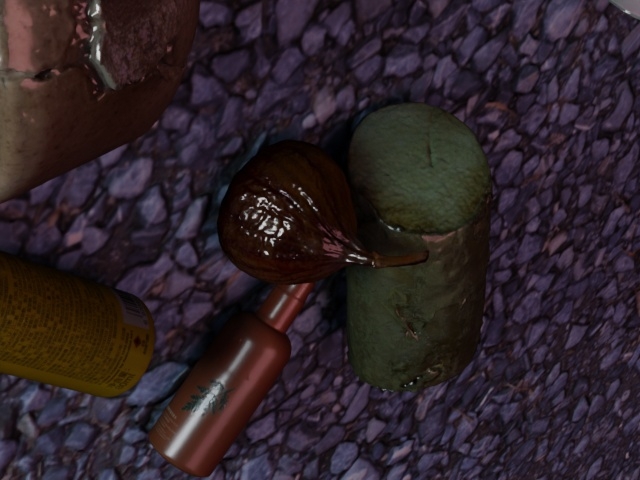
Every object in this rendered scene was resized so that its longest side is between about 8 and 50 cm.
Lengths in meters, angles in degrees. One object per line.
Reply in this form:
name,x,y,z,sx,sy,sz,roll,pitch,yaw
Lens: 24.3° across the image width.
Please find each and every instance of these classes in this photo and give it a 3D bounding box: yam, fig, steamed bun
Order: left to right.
steamed bun,-0.200,-0.173,1.088,0.251,0.199,0.301,-24,134,-37
fig,0.000,0.000,1.463,0.134,0.201,0.146,-28,145,-44
yam,0.102,0.015,1.611,0.168,0.168,0.304,-29,140,-28

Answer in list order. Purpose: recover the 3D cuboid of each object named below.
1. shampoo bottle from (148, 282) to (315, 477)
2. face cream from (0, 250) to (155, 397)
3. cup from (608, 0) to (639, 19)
shampoo bottle,-0.087,0.133,1.577,0.085,0.085,0.244,27,97,-53
face cream,-0.290,0.057,1.272,0.349,0.105,0.105,24,101,-54
cup,0.404,-0.380,1.597,0.196,0.196,0.279,-16,139,-39
